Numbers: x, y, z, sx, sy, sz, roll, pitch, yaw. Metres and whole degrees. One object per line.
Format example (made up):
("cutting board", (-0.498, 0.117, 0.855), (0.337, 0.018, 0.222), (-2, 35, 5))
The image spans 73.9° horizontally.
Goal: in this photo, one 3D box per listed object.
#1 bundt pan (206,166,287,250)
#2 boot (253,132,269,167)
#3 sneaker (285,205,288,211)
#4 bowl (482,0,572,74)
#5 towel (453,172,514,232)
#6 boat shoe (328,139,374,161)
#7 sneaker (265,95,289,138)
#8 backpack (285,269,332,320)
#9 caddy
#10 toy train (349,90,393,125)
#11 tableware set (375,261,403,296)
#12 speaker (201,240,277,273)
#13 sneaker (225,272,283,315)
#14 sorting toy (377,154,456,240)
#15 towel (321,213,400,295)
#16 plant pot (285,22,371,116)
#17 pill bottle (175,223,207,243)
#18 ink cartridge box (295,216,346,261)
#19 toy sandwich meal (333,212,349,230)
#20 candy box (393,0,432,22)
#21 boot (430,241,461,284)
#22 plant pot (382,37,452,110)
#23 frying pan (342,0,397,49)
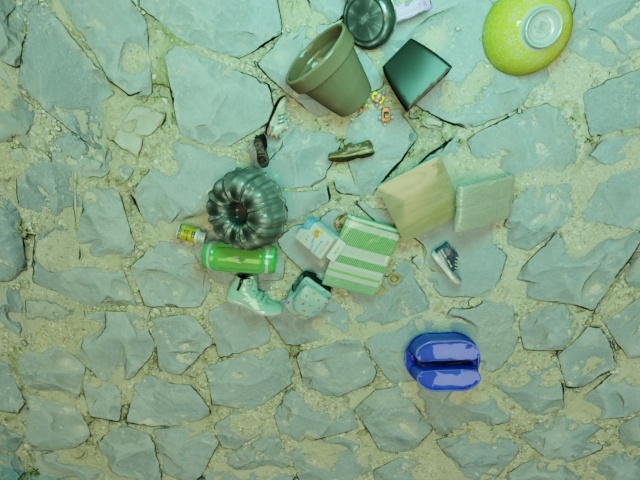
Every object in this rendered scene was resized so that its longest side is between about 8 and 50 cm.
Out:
("bundt pan", (-0.296, -0.108, 1.606), (0.330, 0.124, 0.331), (8, 109, 23))
("boot", (-0.219, -0.342, 1.605), (0.045, 0.099, 0.121), (-13, 113, 6))
("sneaker", (-0.248, -0.159, 1.688), (0.130, 0.087, 0.227), (-40, 111, 10))
("bowl", (0.701, -0.693, 1.398), (0.289, 0.156, 0.289), (1, 112, 1))
("towel", (0.624, -0.147, 1.629), (0.282, 0.049, 0.187), (-13, 114, -23))
("boat shoe", (0.114, -0.340, 1.621), (0.178, 0.064, 0.060), (-10, 81, 5))
("sneaker", (-0.147, -0.456, 1.587), (0.075, 0.057, 0.161), (18, 112, -23))
("backpack", (-0.058, 0.249, 1.821), (0.166, 0.144, 0.188), (36, 111, -17))
("caddy", (0.551, 0.536, 1.902), (0.341, 0.179, 0.241), (-2, 88, 3))
("toy train", (0.189, -0.483, 1.561), (0.166, 0.046, 0.125), (2, 112, 1))
("tableware set", (0.266, 0.162, 1.838), (0.168, 0.020, 0.141), (-40, 105, 17))
("speaker", (-0.333, 0.070, 1.765), (0.296, 0.131, 0.131), (4, 112, 0))
("sneaker", (-0.269, 0.229, 1.846), (0.256, 0.094, 0.151), (19, 109, -7))
("sorting toy", (0.386, -0.169, 1.660), (0.257, 0.089, 0.255), (-26, 109, 12))
("towel", (0.171, 0.067, 1.767), (0.247, 0.038, 0.325), (15, 111, -10))
("plant pot", (0.048, -0.551, 1.450), (0.263, 0.263, 0.229), (-39, 124, 16))
("pill bottle", (-0.534, -0.025, 1.765), (0.116, 0.065, 0.065), (14, 112, -5))
("ink cartridge box", (0.000, 0.000, 1.718), (0.181, 0.061, 0.104), (40, 112, 15))
("toy sandwich meal", (0.095, -0.071, 1.742), (0.085, 0.029, 0.086), (1, 112, 2))
("candy box", (0.258, -0.830, 1.402), (0.164, 0.070, 0.196), (-19, 111, 10))
("boot", (0.550, 0.096, 1.773), (0.086, 0.069, 0.190), (-38, 104, 19))
("plant pot", (0.314, -0.571, 1.456), (0.187, 0.188, 0.167), (-42, 93, 17))
("frying pan", (0.135, -0.793, 1.392), (0.197, 0.053, 0.326), (-4, 119, 36))
